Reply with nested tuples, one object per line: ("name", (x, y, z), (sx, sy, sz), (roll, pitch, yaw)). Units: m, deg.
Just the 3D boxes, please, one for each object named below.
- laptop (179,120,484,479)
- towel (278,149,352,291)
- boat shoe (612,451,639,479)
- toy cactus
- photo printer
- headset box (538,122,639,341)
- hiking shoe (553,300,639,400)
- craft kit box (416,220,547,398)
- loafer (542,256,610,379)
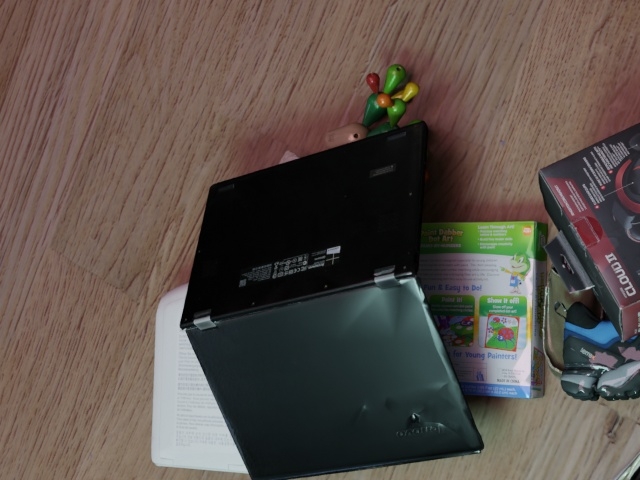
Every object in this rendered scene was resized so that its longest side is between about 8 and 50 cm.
("laptop", (0.022, 0.096, 1.633), (0.382, 0.236, 0.408), (-14, 50, 29))
("towel", (0.000, 0.000, 1.731), (0.282, 0.049, 0.187), (44, 117, 38))
("boat shoe", (0.411, 0.326, 1.438), (0.109, 0.094, 0.302), (34, 103, 30))
("toy cactus", (0.079, -0.154, 1.706), (0.180, 0.112, 0.219), (-2, 92, 42))
("photo printer", (-0.149, 0.210, 1.798), (0.256, 0.107, 0.307), (-3, 83, 31))
("headset box", (0.420, -0.030, 1.379), (0.293, 0.110, 0.218), (-26, 59, 2))
("hiking shoe", (0.447, 0.125, 1.398), (0.304, 0.113, 0.132), (-4, 77, 12))
("craft kit box", (0.198, 0.097, 1.622), (0.250, 0.061, 0.246), (0, 88, 32))
("loafer", (0.337, 0.066, 1.516), (0.094, 0.087, 0.251), (3, 87, 33))
